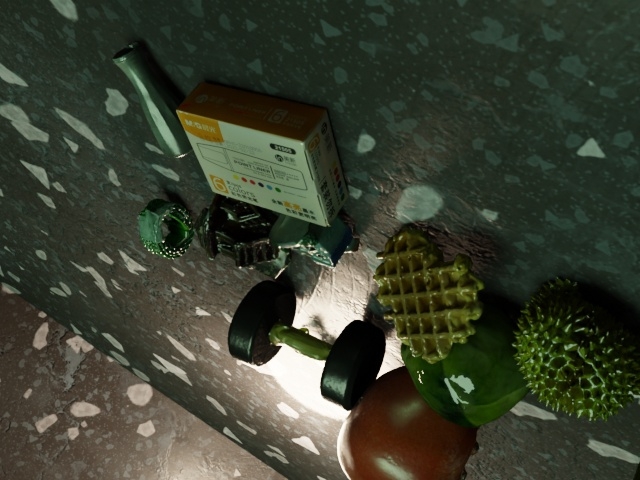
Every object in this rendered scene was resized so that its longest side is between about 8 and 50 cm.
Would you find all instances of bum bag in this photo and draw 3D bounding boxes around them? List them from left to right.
[{"bbox_3d":[-0.174,0.011,1.727,0.248,0.069,0.102,24,113,21],"label":"bum bag"}]

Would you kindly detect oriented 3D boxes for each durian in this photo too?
[{"bbox_3d":[0.419,0.187,1.269,0.237,0.176,0.200,48,131,-2],"label":"durian"}]

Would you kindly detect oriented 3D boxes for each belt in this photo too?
[{"bbox_3d":[-0.352,-0.027,1.804,0.079,0.121,0.151,16,143,34],"label":"belt"}]

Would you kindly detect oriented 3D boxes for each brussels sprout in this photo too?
[{"bbox_3d":[0.270,0.228,1.462,0.271,0.210,0.219,18,147,58],"label":"brussels sprout"}]

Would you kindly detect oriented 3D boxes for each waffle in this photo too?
[{"bbox_3d":[0.179,0.080,1.351,0.253,0.056,0.249,64,144,30],"label":"waffle"}]

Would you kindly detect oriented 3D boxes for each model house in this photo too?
[{"bbox_3d":[-0.157,-0.022,1.614,0.152,0.106,0.165,23,145,18],"label":"model house"},{"bbox_3d":[0.000,0.000,1.490,0.149,0.119,0.148,39,153,-25],"label":"model house"}]

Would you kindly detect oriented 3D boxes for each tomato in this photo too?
[{"bbox_3d":[0.194,0.407,1.669,0.273,0.341,0.341,24,151,6],"label":"tomato"}]

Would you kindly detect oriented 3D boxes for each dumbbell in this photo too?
[{"bbox_3d":[-0.030,0.238,1.786,0.322,0.203,0.203,22,150,22],"label":"dumbbell"}]

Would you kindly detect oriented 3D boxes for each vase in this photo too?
[{"bbox_3d":[-0.303,-0.260,1.438,0.086,0.086,0.214,5,136,43],"label":"vase"}]

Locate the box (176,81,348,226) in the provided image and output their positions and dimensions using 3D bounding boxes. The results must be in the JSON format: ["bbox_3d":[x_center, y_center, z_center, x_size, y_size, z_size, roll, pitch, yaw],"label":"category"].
[{"bbox_3d":[-0.099,-0.152,1.369,0.274,0.091,0.220,17,147,29],"label":"box"}]

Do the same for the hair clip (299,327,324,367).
[{"bbox_3d":[0.005,0.294,2.002,0.173,0.046,0.072,47,154,-25],"label":"hair clip"}]

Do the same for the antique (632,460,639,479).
[{"bbox_3d":[0.610,0.419,1.359,0.080,0.221,0.081,44,152,-16],"label":"antique"}]
